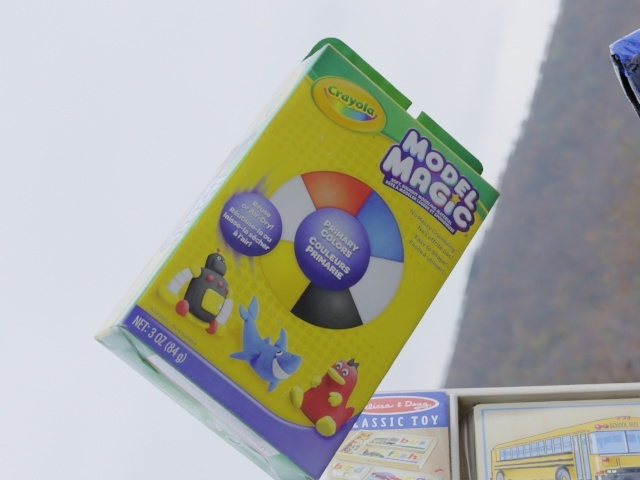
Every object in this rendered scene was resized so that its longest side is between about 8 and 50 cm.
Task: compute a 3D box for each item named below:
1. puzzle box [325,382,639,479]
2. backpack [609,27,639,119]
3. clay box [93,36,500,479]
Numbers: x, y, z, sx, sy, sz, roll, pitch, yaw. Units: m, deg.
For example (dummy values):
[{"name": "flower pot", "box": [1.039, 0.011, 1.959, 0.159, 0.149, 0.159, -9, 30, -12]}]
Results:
[{"name": "puzzle box", "box": [0.204, 0.198, 1.031, 0.272, 0.409, 0.052, -86, -9, -57]}, {"name": "backpack", "box": [0.253, -0.094, 0.969, 0.120, 0.101, 0.098, 62, -153, -1]}, {"name": "clay box", "box": [0.000, 0.000, 0.785, 0.222, 0.127, 0.053, -56, 13, -23]}]
